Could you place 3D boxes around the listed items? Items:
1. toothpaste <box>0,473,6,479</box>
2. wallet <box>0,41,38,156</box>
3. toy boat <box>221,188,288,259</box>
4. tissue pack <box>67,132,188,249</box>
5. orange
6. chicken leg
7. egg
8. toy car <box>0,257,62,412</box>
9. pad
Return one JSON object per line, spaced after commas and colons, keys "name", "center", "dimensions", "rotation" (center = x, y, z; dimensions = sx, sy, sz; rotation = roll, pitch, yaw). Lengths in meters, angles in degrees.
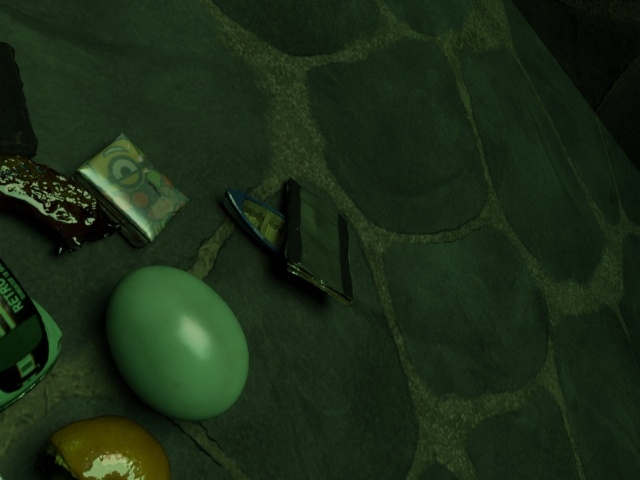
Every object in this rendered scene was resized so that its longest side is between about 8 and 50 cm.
{"name": "toothpaste", "center": [-0.408, 0.235, 0.684], "dimensions": [0.196, 0.040, 0.047], "rotation": [57, 46, -11]}
{"name": "wallet", "center": [-0.522, -0.174, 0.751], "dimensions": [0.321, 0.044, 0.170], "rotation": [-13, 83, -50]}
{"name": "toy boat", "center": [-0.091, -0.017, 1.102], "dimensions": [0.229, 0.046, 0.080], "rotation": [36, 51, -27]}
{"name": "tissue pack", "center": [-0.287, -0.075, 0.924], "dimensions": [0.148, 0.060, 0.108], "rotation": [48, 47, -17]}
{"name": "orange", "center": [-0.252, 0.271, 0.743], "dimensions": [0.170, 0.160, 0.112], "rotation": [67, 41, -71]}
{"name": "chicken leg", "center": [-0.381, -0.054, 0.823], "dimensions": [0.234, 0.063, 0.105], "rotation": [33, 47, -27]}
{"name": "egg", "center": [-0.195, 0.139, 0.840], "dimensions": [0.230, 0.168, 0.168], "rotation": [55, 44, -6]}
{"name": "toy car", "center": [-0.419, 0.054, 0.692], "dimensions": [0.305, 0.125, 0.136], "rotation": [56, 44, -12]}
{"name": "pad", "center": [0.001, 0.000, 1.150], "dimensions": [0.174, 0.022, 0.232], "rotation": [35, 35, -30]}
